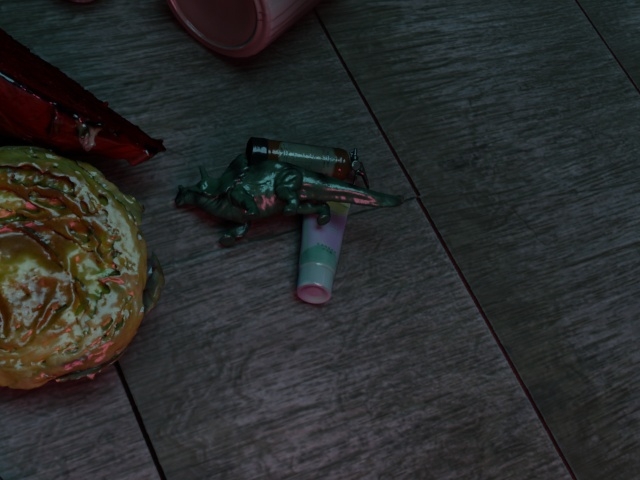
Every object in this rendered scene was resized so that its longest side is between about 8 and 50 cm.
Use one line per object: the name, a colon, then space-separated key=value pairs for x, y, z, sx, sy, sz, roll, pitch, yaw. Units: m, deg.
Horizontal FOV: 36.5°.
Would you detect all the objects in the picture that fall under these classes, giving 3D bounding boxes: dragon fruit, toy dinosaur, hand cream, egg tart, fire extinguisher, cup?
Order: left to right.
dragon fruit: x=-0.383 y=-0.190 z=1.157 sx=0.343 sy=0.282 sz=0.100 roll=37 pitch=95 yaw=21
egg tart: x=-0.326 y=0.036 z=1.105 sx=0.297 sy=0.132 sz=0.297 roll=3 pitch=72 yaw=-8
cup: x=-0.103 y=-0.437 z=1.410 sx=0.288 sy=0.208 sz=0.273 roll=38 pitch=57 yaw=3
toy dinosaur: x=-0.044 y=-0.048 z=1.249 sx=0.292 sy=0.079 sz=0.120 roll=10 pitch=56 yaw=8
fire extinguisher: x=-0.015 y=-0.106 z=1.340 sx=0.177 sy=0.050 sz=0.062 roll=6 pitch=83 yaw=-16
hand cream: x=0.000 y=0.000 z=1.286 sx=0.076 sy=0.047 sz=0.174 roll=28 pitch=48 yaw=-23

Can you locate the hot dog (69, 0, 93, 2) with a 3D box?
hot dog: x=-0.403 y=-0.443 z=1.386 sx=0.268 sy=0.075 sz=0.144 roll=41 pitch=53 yaw=4

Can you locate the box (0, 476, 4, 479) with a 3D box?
box: x=-0.371 y=0.276 z=0.972 sx=0.224 sy=0.069 sz=0.120 roll=43 pitch=57 yaw=9
